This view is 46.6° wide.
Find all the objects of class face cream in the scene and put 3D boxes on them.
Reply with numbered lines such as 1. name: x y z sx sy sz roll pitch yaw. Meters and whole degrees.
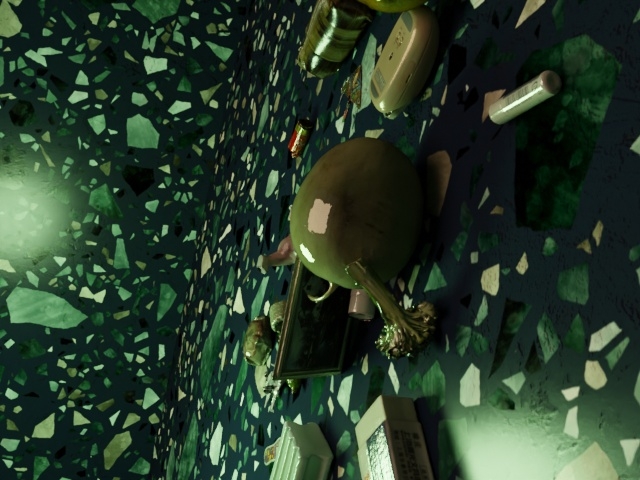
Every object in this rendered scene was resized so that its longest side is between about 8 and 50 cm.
1. face cream: 0.105 0.050 1.597 0.092 0.058 0.243 139 143 -67

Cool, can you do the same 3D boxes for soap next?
1. soap: -0.058 0.577 1.734 0.160 0.088 0.265 -134 56 -66

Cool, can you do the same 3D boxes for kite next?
1. kite: 0.078 -0.382 1.939 0.183 0.010 0.160 -120 43 -61

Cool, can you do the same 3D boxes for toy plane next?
1. toy plane: -0.121 0.383 2.047 0.162 0.066 0.171 -85 12 -48

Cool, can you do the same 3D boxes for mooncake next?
1. mooncake: -0.192 0.301 2.267 0.125 0.073 0.130 -98 28 -45

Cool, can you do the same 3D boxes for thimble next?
1. thimble: -0.077 0.199 1.949 0.084 0.110 0.062 86 174 -51

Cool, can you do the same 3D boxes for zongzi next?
1. zongzi: 0.032 -0.614 1.989 0.286 0.134 0.288 132 143 -52

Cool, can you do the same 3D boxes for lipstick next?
1. lipstick: 0.317 -0.221 1.157 0.141 0.040 0.040 151 126 -66

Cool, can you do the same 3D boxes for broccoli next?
1. broccoli: 0.121 0.116 1.332 0.118 0.204 0.122 -38 7 -15

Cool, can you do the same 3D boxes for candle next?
1. candle: -0.063 -0.302 2.235 0.052 0.052 0.130 -101 28 -45

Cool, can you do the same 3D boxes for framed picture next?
1. framed picture: 0.005 0.157 1.609 0.019 0.232 0.296 13 95 39

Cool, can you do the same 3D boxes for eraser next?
1. eraser: 0.133 0.419 1.291 0.278 0.081 0.124 -100 28 -44

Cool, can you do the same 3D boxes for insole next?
1. insole: -0.122 0.577 2.037 0.197 0.004 0.065 135 140 -58

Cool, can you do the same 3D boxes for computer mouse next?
1. computer mouse: 0.179 -0.372 1.547 0.145 0.082 0.236 -106 33 -50

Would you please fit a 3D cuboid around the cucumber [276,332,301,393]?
1. cucumber: -0.079 0.300 1.971 0.069 0.069 0.227 122 147 -46

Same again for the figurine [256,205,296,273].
1. figurine: 0.000 0.000 1.705 0.176 0.186 0.287 -10 35 52

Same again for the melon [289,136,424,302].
1. melon: 0.069 -0.047 1.442 0.272 0.272 0.307 149 122 -65

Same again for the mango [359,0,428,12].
1. mango: 0.146 -0.578 1.489 0.378 0.264 0.221 -99 -10 -50
